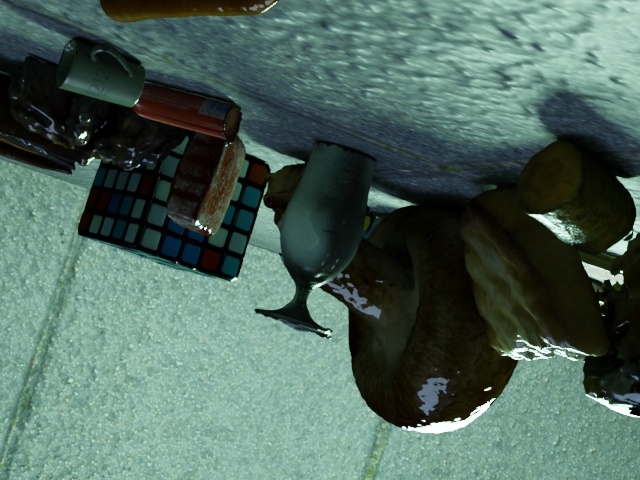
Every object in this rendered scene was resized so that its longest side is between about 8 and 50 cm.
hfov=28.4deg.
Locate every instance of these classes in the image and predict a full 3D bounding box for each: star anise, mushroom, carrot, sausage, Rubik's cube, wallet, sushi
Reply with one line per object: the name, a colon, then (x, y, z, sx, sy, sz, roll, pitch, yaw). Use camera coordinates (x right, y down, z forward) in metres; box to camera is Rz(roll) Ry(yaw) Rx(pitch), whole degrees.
star anise: (-0.291, -0.147, 1.604, 0.223, 0.109, 0.236, 24, 175, -21)
mushroom: (0.104, 0.084, 1.665, 0.356, 0.334, 0.331, 8, -177, -39)
carrot: (0.233, -0.037, 1.150, 0.082, 0.082, 0.173, 14, 172, 34)
sausage: (-0.164, -0.149, 1.452, 0.145, 0.050, 0.048, 15, -144, 16)
Rubik's cube: (-0.213, -0.058, 1.825, 0.184, 0.182, 0.187, 21, 173, -39)
wallet: (-0.416, -0.167, 1.684, 0.195, 0.042, 0.161, 18, -148, -40)
sushi: (0.414, 0.100, 1.375, 0.204, 0.200, 0.213, 18, 155, -16)
carrot: (-0.101, -0.183, 0.961, 0.190, 0.037, 0.037, 11, 172, 42)

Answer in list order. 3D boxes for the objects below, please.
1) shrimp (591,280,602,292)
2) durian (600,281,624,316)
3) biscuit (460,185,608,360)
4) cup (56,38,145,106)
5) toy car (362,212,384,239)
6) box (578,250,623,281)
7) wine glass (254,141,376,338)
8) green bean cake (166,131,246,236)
shrimp: (0.332, 0.067, 2.030, 0.254, 0.059, 0.145, 16, 172, 9)
durian: (0.486, 0.111, 1.836, 0.224, 0.140, 0.078, -1, -153, 43)
biscuit: (0.231, 0.041, 1.401, 0.091, 0.213, 0.274, -19, -177, -5)
cup: (-0.230, -0.185, 1.351, 0.083, 0.075, 0.054, 16, -148, -27)
toy car: (0.118, 0.017, 1.973, 0.097, 0.100, 0.191, 24, 168, -28)
box: (0.353, 0.025, 1.714, 0.133, 0.023, 0.090, 18, 177, -4)
wine glass: (0.000, 0.000, 1.511, 0.103, 0.222, 0.103, 17, 176, 1)
green bean cake: (-0.149, -0.079, 1.642, 0.056, 0.135, 0.135, 17, 174, 9)
